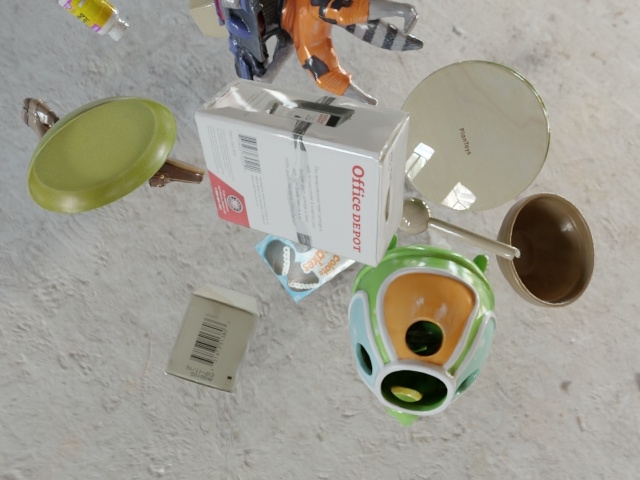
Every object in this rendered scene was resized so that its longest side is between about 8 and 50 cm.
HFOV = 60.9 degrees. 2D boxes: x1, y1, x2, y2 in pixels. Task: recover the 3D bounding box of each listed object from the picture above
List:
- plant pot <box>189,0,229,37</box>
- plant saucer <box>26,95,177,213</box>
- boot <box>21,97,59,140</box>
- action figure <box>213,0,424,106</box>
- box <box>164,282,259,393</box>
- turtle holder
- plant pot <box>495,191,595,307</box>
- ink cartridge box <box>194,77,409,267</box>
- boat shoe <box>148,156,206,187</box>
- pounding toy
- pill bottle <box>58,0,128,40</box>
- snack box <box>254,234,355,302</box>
[{"bbox_3d":[-0.213,-0.487,1.128,0.096,0.109,0.109,-9,66,10],"label":"plant pot"},{"bbox_3d":[-0.332,-0.135,0.827,0.241,0.241,0.037,-34,76,-20],"label":"plant saucer"},{"bbox_3d":[-0.582,-0.234,1.129,0.087,0.118,0.042,28,25,13],"label":"boot"},{"bbox_3d":[-0.033,-0.308,0.818,0.330,0.341,0.178,37,69,8],"label":"action figure"},{"bbox_3d":[-0.195,0.171,1.035,0.121,0.311,0.147,19,85,-7],"label":"box"},{"bbox_3d":[0.144,0.164,0.898,0.243,0.320,0.227,27,45,-13],"label":"turtle holder"},{"bbox_3d":[0.452,0.024,1.153,0.238,0.110,0.237,3,82,-23],"label":"plant pot"},{"bbox_3d":[-0.010,-0.049,0.387,0.135,0.099,0.056,17,48,20],"label":"ink cartridge box"},{"bbox_3d":[-0.341,-0.145,1.119,0.207,0.073,0.073,14,98,-31],"label":"boat shoe"},{"bbox_3d":[0.198,-0.114,0.713,0.183,0.236,0.110,14,25,20],"label":"pounding toy"},{"bbox_3d":[-0.302,-0.308,0.731,0.083,0.043,0.043,34,60,-37],"label":"pill bottle"},{"bbox_3d":[0.000,0.000,1.348,0.187,0.322,0.060,53,33,1],"label":"snack box"}]
